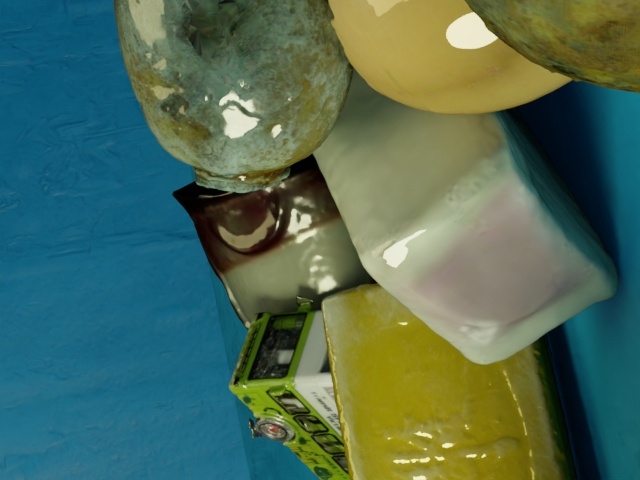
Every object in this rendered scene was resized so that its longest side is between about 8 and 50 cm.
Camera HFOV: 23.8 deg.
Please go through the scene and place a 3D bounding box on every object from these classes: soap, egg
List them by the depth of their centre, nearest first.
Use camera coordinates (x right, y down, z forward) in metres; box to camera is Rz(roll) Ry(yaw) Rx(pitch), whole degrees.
[{"bbox_3d":[0.121,-0.193,1.002,0.244,0.201,0.201,-24,73,40],"label":"egg"},{"bbox_3d":[0.119,0.180,1.315,0.091,0.199,0.314,20,-121,-80],"label":"soap"}]

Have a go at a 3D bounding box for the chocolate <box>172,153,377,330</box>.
[{"bbox_3d":[0.000,0.000,1.590,0.283,0.284,0.186,-158,54,-76],"label":"chocolate"}]

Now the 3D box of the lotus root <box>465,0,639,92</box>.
[{"bbox_3d":[0.172,-0.213,0.739,0.346,0.251,0.250,88,167,-60],"label":"lotus root"}]

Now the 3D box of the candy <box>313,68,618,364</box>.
[{"bbox_3d":[0.084,-0.079,1.226,0.208,0.145,0.358,43,-164,-42],"label":"candy"}]

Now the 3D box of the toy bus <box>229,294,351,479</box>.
[{"bbox_3d":[0.045,0.186,1.523,0.301,0.139,0.113,49,-135,-37],"label":"toy bus"}]

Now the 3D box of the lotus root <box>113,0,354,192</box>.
[{"bbox_3d":[-0.066,-0.196,1.087,0.175,0.175,0.349,-129,27,-66],"label":"lotus root"}]
